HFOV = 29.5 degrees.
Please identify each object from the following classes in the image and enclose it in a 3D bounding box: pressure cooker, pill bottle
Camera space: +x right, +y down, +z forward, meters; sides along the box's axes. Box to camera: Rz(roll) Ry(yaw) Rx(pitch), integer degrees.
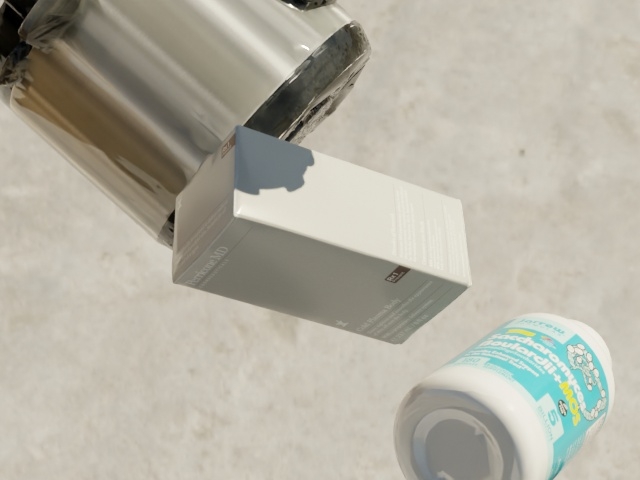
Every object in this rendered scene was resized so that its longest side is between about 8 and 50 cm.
[{"bbox_3d":[-0.198,-0.235,1.455,0.420,0.370,0.375,41,62,1],"label":"pressure cooker"},{"bbox_3d":[0.192,0.158,1.178,0.146,0.146,0.264,27,28,25],"label":"pill bottle"}]

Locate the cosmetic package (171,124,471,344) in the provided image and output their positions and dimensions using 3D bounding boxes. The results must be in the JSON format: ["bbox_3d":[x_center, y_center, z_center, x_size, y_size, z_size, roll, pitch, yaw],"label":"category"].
[{"bbox_3d":[0.000,0.000,1.073,0.238,0.127,0.107,13,54,-26],"label":"cosmetic package"}]
